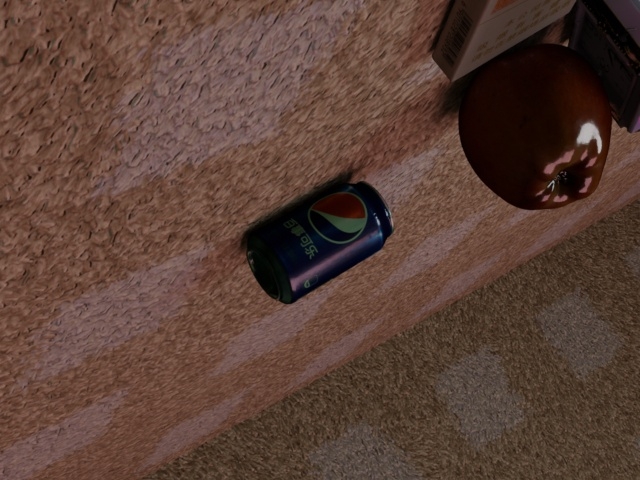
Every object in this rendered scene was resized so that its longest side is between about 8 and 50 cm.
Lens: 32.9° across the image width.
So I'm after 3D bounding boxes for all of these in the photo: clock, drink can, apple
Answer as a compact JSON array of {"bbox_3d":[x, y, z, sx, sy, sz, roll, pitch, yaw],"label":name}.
[{"bbox_3d":[0.432,-0.271,1.545,0.083,0.186,0.253,-34,167,1],"label":"clock"},{"bbox_3d":[0.000,0.000,1.565,0.205,0.118,0.118,-31,165,-22],"label":"drink can"},{"bbox_3d":[0.307,-0.165,1.540,0.234,0.234,0.234,-33,166,-10],"label":"apple"}]

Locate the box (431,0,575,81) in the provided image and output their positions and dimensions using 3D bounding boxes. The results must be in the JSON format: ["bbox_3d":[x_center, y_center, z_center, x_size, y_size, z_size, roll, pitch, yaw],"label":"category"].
[{"bbox_3d":[0.253,-0.329,1.215,0.204,0.051,0.365,-31,165,-18],"label":"box"}]
